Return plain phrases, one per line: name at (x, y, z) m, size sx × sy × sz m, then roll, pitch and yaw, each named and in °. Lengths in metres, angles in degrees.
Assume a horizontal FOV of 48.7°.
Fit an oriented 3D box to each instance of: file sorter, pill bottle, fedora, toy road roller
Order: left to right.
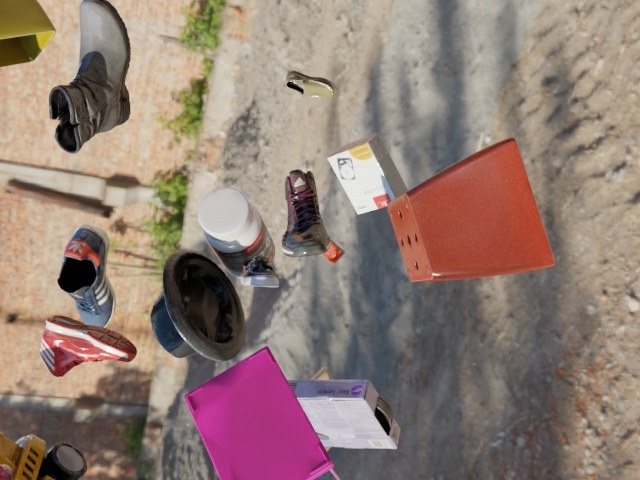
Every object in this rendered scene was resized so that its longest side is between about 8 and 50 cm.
toy road roller at (-0.665, 0.549, 1.491) m, size 0.202 × 0.240 × 0.329 m, roll -45°, pitch 22°, yaw 11°
fedora at (-0.339, 0.188, 1.832) m, size 0.152 × 0.334 × 0.334 m, roll -32°, pitch 39°, yaw 19°
pill bottle at (-0.227, -0.018, 1.930) m, size 0.283 × 0.161 × 0.161 m, roll 71°, pitch -162°, yaw -64°
file sorter at (-0.112, 0.416, 1.463) m, size 0.291 × 0.202 × 0.182 m, roll 55°, pitch 172°, yaw 34°

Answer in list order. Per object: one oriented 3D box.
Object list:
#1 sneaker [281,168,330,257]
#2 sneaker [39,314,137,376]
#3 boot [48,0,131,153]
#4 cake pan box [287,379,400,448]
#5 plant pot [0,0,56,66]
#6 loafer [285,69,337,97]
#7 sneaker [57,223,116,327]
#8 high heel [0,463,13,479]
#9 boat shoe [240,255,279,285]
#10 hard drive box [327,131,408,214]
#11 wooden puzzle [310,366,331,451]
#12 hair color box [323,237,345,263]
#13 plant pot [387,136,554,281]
sneaker at (-0.046, -0.070, 1.563) m, size 0.281 × 0.106 × 0.163 m, roll -109°, pitch 10°, yaw -73°
sneaker at (-0.546, 0.267, 1.652) m, size 0.087 × 0.221 × 0.128 m, roll -52°, pitch -17°, yaw -80°
boot at (-0.556, -0.391, 1.686) m, size 0.223 × 0.118 × 0.338 m, roll -53°, pitch -34°, yaw -54°
cake pan box at (0.055, 0.456, 1.849) m, size 0.246 × 0.266 × 0.070 m, roll 57°, pitch -142°, yaw -39°
plant pot at (-0.815, -0.551, 1.749) m, size 0.212 × 0.212 × 0.187 m, roll -15°, pitch 96°, yaw 52°
loafer at (-0.028, -0.408, 1.891) m, size 0.056 × 0.148 × 0.050 m, roll 91°, pitch -160°, yaw -52°
sneaker at (-0.652, 0.131, 1.939) m, size 0.148 × 0.131 × 0.350 m, roll -70°, pitch -12°, yaw -54°
high heel at (-0.613, 0.464, 1.156) m, size 0.082 × 0.244 × 0.117 m, roll 51°, pitch 163°, yaw 3°
boat shoe at (-0.151, 0.075, 1.745) m, size 0.228 × 0.080 × 0.076 m, roll 173°, pitch 101°, yaw -77°
hard drive box at (0.162, -0.225, 2.408) m, size 0.181 × 0.232 × 0.089 m, roll -17°, pitch 21°, yaw 40°
wooden puzzle at (-0.067, 0.592, 2.208) m, size 0.080 × 0.322 × 0.348 m, roll 25°, pitch 145°, yaw 38°
hair color box at (0.000, 0.000, 1.896) m, size 0.043 × 0.141 × 0.072 m, roll -48°, pitch -4°, yaw 5°
plant pot at (0.290, -0.036, 1.486) m, size 0.267 × 0.235 × 0.267 m, roll 147°, pitch 107°, yaw -81°
